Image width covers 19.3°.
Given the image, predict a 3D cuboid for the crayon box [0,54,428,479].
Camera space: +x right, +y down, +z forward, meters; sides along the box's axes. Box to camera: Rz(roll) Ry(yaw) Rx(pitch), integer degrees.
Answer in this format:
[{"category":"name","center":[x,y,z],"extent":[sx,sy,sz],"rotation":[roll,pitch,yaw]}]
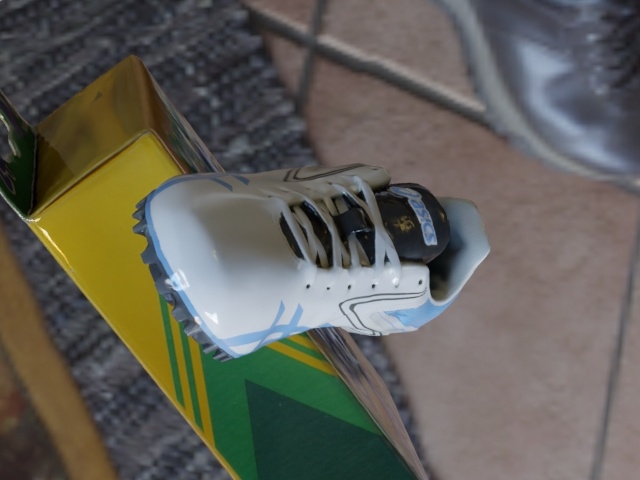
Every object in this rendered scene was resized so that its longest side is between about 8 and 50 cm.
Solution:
[{"category":"crayon box","center":[-0.065,0.023,1.043],"extent":[0.083,0.203,0.323],"rotation":[-36,108,4]}]

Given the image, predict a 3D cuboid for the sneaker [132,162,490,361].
[{"category":"sneaker","center":[0.000,0.000,0.805],"extent":[0.237,0.086,0.085],"rotation":[-1,63,-64]}]
